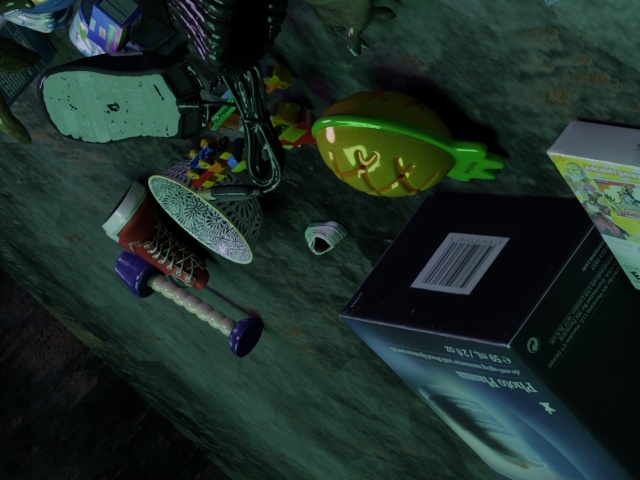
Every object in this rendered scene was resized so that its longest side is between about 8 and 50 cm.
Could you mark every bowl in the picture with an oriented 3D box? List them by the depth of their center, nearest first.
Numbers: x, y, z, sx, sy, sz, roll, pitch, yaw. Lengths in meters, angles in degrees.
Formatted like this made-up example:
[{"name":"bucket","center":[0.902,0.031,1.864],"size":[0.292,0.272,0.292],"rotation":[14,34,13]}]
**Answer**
[{"name":"bowl","center":[-0.132,-0.054,1.993],"size":[0.170,0.080,0.170],"rotation":[34,161,13]}]

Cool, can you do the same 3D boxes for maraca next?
[{"name":"maraca","center":[0.082,-0.088,1.477],"size":[0.185,0.099,0.127],"rotation":[13,170,-1]}]

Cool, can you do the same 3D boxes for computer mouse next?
[{"name":"computer mouse","center":[-0.154,-0.121,1.595],"size":[0.262,0.060,0.184],"rotation":[-3,126,24]}]

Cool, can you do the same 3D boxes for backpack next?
[{"name":"backpack","center":[-0.207,-0.232,1.674],"size":[0.114,0.105,0.084],"rotation":[39,140,7]}]

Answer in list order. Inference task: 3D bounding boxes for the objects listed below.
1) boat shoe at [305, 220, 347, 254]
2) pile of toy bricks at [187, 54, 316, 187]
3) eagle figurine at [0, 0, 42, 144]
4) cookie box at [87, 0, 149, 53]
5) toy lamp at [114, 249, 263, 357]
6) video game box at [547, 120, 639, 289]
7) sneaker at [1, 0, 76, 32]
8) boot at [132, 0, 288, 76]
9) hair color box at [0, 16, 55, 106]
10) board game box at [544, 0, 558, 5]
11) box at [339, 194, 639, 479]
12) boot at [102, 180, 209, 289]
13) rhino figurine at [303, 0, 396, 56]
[{"name":"boat shoe","center":[0.000,0.000,1.941],"size":[0.035,0.035,0.100],"rotation":[43,161,-16]},{"name":"pile of toy bricks","center":[-0.060,-0.126,1.683],"size":[0.105,0.118,0.212],"rotation":[16,154,-24]},{"name":"eagle figurine","center":[-0.326,-0.259,1.359],"size":[0.225,0.298,0.226],"rotation":[2,129,-9]},{"name":"cookie box","center":[-0.188,-0.249,1.578],"size":[0.040,0.107,0.092],"rotation":[39,163,-2]},{"name":"toy lamp","center":[-0.225,0.097,2.551],"size":[0.274,0.080,0.080],"rotation":[29,160,24]},{"name":"video game box","center":[0.311,-0.013,1.285],"size":[0.205,0.048,0.187],"rotation":[15,153,50]},{"name":"sneaker","center":[-0.315,-0.296,1.750],"size":[0.131,0.112,0.296],"rotation":[39,173,-34]},{"name":"boot","center":[-0.169,-0.303,1.360],"size":[0.260,0.131,0.348],"rotation":[38,174,25]},{"name":"hair color box","center":[-0.531,-0.176,2.031],"size":[0.174,0.347,0.105],"rotation":[25,158,37]},{"name":"board game box","center":[0.154,-0.241,1.011],"size":[0.194,0.060,0.194],"rotation":[38,162,2]},{"name":"box","center":[0.230,0.118,1.551],"size":[0.294,0.183,0.296],"rotation":[45,162,-24]},{"name":"boot","center":[-0.238,0.002,2.338],"size":[0.176,0.088,0.244],"rotation":[38,170,1]},{"name":"rhino figurine","center":[-0.003,-0.238,1.306],"size":[0.106,0.073,0.243],"rotation":[29,161,37]}]
